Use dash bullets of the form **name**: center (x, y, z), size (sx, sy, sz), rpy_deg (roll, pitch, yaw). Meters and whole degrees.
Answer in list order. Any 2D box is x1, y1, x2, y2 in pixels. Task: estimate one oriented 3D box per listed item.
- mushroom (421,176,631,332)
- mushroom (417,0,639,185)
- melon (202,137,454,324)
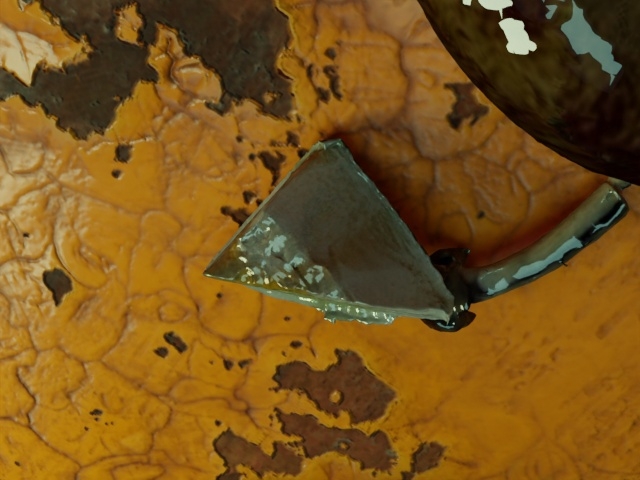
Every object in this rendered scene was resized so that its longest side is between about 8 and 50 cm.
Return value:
- **mushroom**: center (0.148, 0.007, 0.766), size (0.187, 0.061, 0.060), rpy_deg (-30, 83, 18)
- **mushroom**: center (0.226, -0.181, 0.467), size (0.331, 0.356, 0.334), rpy_deg (24, 85, -31)
- **melon**: center (0.002, -0.004, 0.752), size (0.202, 0.093, 0.140), rpy_deg (10, 97, 20)
